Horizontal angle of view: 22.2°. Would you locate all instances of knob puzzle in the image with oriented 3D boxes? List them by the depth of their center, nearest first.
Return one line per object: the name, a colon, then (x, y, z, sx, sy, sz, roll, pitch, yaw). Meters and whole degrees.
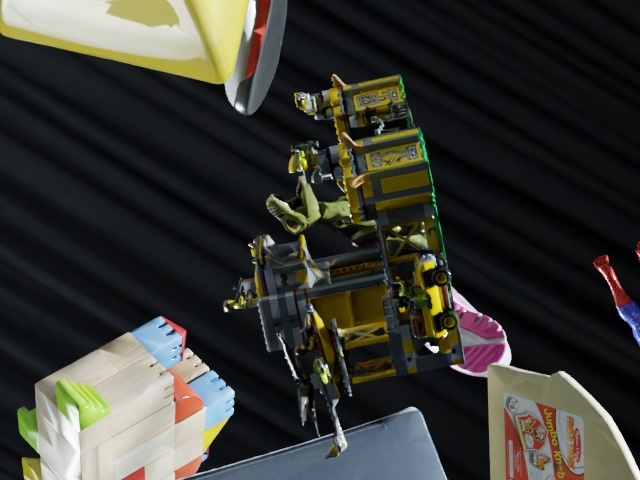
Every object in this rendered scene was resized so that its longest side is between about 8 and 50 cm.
knob puzzle: (0.246, 0.218, 1.602, 0.030, 0.213, 0.213, -16, 164, -38)

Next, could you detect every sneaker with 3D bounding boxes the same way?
sneaker: (-0.112, -0.274, 1.718, 0.090, 0.145, 0.270, -53, 153, -66)
sneaker: (0.175, 0.120, 2.338, 0.103, 0.111, 0.252, -44, -123, -3)

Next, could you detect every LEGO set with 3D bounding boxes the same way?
LEGO set: (0.000, 0.000, 1.362, 0.192, 0.254, 0.331, -11, -156, 2)

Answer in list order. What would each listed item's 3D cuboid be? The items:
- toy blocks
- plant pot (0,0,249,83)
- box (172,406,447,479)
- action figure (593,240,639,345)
toy blocks: (-0.231, 0.249, 2.133, 0.261, 0.191, 0.381, -29, 144, -30)
plant pot: (-0.157, -0.269, 1.339, 0.187, 0.212, 0.212, 101, 2, -84)
box: (-0.032, 0.362, 1.558, 0.395, 0.294, 0.212, 102, -30, -60)
action figure: (0.446, 0.126, 2.101, 0.091, 0.280, 0.139, -22, -170, 17)
